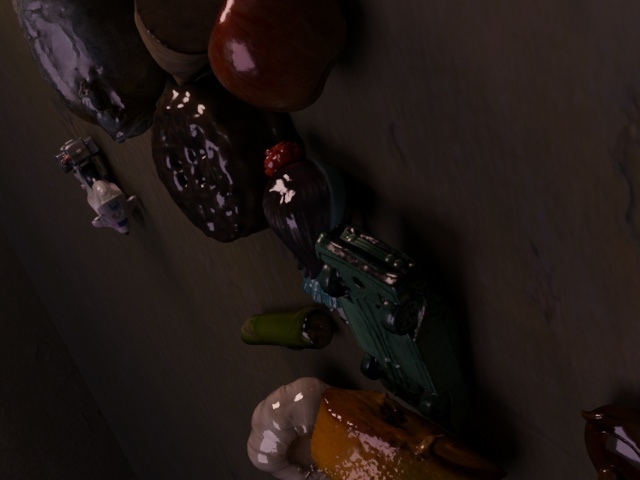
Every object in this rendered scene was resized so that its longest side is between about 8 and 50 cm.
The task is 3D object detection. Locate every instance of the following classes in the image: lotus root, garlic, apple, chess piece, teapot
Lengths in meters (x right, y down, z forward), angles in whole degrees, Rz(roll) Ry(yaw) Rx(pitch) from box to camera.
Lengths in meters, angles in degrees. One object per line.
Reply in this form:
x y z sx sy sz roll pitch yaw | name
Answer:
-0.332 -0.310 1.207 0.175 0.175 0.350 2 117 59 | lotus root
-0.015 0.293 1.425 0.226 0.199 0.199 -93 -21 -71 | garlic
-0.043 -0.201 0.865 0.130 0.146 0.146 29 155 -7 | apple
-0.170 -0.263 1.048 0.137 0.137 0.301 59 168 -6 | chess piece
0.295 0.214 0.835 0.098 0.078 0.129 -3 117 60 | teapot

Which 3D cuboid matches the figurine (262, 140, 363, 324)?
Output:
0.000 0.000 1.068 0.138 0.110 0.246 35 155 42 | figurine

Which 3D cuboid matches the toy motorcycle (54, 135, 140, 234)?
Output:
-0.440 -0.108 1.704 0.221 0.102 0.150 58 166 -4 | toy motorcycle

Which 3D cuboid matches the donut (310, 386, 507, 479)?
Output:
0.107 0.266 1.086 0.253 0.253 0.118 23 95 48 | donut

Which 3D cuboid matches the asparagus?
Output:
-0.060 0.143 1.389 0.067 0.060 0.277 43 158 -19 | asparagus

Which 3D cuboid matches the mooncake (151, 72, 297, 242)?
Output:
-0.129 -0.107 1.141 0.228 0.124 0.228 40 148 31 | mooncake

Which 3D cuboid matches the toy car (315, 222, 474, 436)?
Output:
0.096 0.106 1.018 0.141 0.097 0.321 30 155 40 | toy car
